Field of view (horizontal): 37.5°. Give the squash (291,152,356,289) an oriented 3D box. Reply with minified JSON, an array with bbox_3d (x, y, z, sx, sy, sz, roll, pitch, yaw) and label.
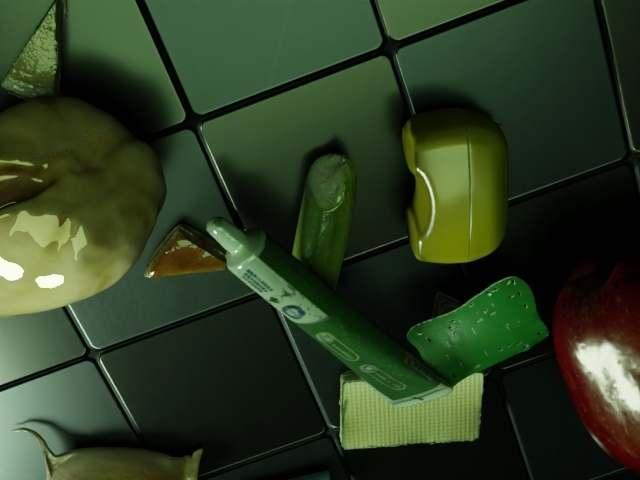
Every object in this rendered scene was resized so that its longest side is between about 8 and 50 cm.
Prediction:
[{"bbox_3d":[0.000,0.000,1.178,0.069,0.069,0.239,8,115,-10],"label":"squash"}]

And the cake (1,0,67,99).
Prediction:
[{"bbox_3d":[-0.312,-0.218,1.048,0.065,0.052,0.121,11,115,-9],"label":"cake"}]

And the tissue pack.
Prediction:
[{"bbox_3d":[0.166,-0.066,1.133,0.127,0.123,0.178,-5,115,1],"label":"tissue pack"}]

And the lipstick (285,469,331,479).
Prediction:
[{"bbox_3d":[-0.060,0.372,1.363,0.158,0.048,0.048,-13,116,1],"label":"lipstick"}]

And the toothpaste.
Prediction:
[{"bbox_3d":[0.009,0.093,1.155,0.098,0.061,0.392,-25,125,39],"label":"toothpaste"}]

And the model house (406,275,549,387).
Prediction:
[{"bbox_3d":[0.198,0.101,1.238,0.167,0.088,0.117,-30,115,7],"label":"model house"}]

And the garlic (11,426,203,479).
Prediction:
[{"bbox_3d":[-0.309,0.356,1.307,0.266,0.148,0.128,14,150,-17],"label":"garlic"}]

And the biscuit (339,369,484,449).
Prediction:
[{"bbox_3d":[0.126,0.230,1.319,0.199,0.040,0.121,-3,118,-3],"label":"biscuit"}]

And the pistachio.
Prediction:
[{"bbox_3d":[-0.322,-0.028,1.047,0.321,0.229,0.238,-22,160,13],"label":"pistachio"}]

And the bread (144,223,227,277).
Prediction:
[{"bbox_3d":[-0.171,0.010,1.178,0.109,0.043,0.062,-9,118,0],"label":"bread"}]

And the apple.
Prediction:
[{"bbox_3d":[0.440,0.146,1.182,0.288,0.288,0.317,-31,98,9],"label":"apple"}]
